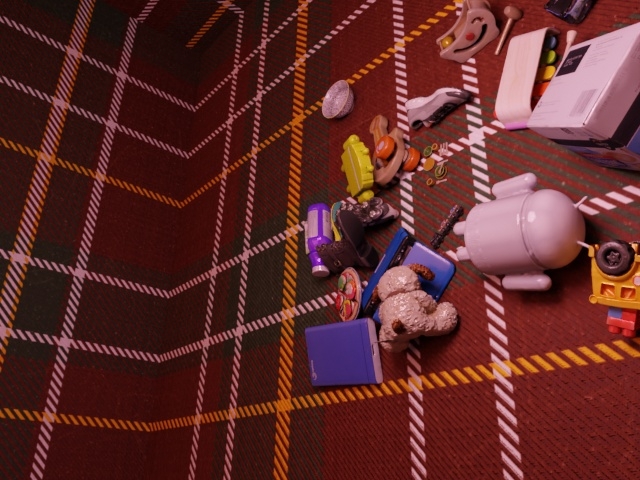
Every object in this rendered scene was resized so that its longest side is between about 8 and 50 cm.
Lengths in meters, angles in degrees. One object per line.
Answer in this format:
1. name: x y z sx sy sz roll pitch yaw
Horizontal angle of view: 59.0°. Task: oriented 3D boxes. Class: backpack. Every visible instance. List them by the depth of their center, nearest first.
1. backpack: 0.719 -0.685 1.610 0.114 0.084 0.105 -58 37 24

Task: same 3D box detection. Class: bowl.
1. bowl: 0.091 -0.582 2.392 0.170 0.080 0.170 -26 54 44

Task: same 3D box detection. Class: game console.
1. game console: 0.276 0.138 1.844 0.293 0.173 0.250 -61 5 11

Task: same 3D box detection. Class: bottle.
1. bottle: 0.000 0.000 2.195 0.092 0.118 0.283 -11 62 20

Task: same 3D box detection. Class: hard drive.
1. hard drive: 0.072 0.387 1.935 0.318 0.040 0.210 -19 76 47

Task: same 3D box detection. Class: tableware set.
1. tableware set: 0.381 -0.257 1.900 0.104 0.024 0.154 -17 61 49

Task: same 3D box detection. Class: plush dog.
1. plush dog: 0.241 0.183 1.676 0.262 0.210 0.226 -28 55 28

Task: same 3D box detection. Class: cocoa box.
1. cocoa box: 0.666 -0.304 1.260 0.232 0.227 0.347 -62 4 10

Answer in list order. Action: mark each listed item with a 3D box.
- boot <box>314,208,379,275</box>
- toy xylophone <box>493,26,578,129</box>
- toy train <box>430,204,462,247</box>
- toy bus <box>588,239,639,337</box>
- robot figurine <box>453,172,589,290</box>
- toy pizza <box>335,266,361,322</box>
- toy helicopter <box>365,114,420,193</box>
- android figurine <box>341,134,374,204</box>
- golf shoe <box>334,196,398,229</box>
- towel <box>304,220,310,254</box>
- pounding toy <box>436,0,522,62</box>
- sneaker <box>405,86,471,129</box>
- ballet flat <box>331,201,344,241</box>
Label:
1. boot: 0.065 0.019 2.014 0.229 0.263 0.091 -9 29 44
2. toy xylophone: 0.623 -0.480 1.640 0.236 0.081 0.323 18 88 55
3. toy train: 0.395 -0.046 1.778 0.158 0.027 0.036 -58 26 17
4. toy bus: 0.699 0.106 1.216 0.220 0.149 0.212 6 91 51
5. robot figurine: 0.516 -0.017 1.453 0.353 0.199 0.300 -14 83 50
6. toy pizza: 0.092 0.195 1.995 0.201 0.032 0.201 -176 90 -70
7. toy helicopter: 0.224 -0.334 2.089 0.235 0.140 0.355 -53 27 36
8. android figurine: 0.136 -0.257 2.050 0.273 0.056 0.248 137 119 -75
9. golf shoe: 0.156 -0.082 2.035 0.272 0.120 0.105 -6 73 53
10. towel: -0.027 -0.028 2.327 0.113 0.023 0.152 -32 50 42
11. pounding toy: 0.502 -0.677 1.834 0.269 0.154 0.155 -35 48 39
12. sneaker: 0.401 -0.449 1.920 0.271 0.100 0.108 -10 80 54
13. ballet flat: 0.074 -0.040 2.162 0.077 0.077 0.231 123 144 -47
